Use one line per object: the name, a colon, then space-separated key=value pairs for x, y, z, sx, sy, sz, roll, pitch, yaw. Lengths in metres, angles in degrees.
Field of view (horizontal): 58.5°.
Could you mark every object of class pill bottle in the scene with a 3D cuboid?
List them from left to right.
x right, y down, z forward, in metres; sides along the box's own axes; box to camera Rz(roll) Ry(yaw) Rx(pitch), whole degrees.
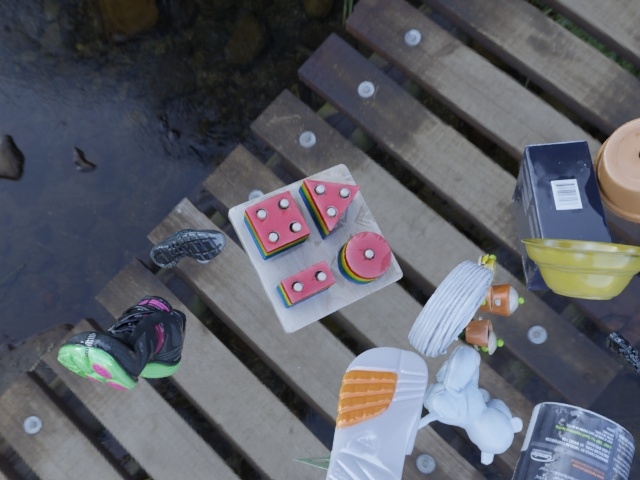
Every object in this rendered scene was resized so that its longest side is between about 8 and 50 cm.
pill bottle: x=0.302 y=0.344 z=0.723 sx=0.131 sy=0.130 sz=0.245 roll=27 pitch=67 yaw=4

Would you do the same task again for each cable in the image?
cable: x=0.310 y=0.161 z=1.354 sx=0.089 sy=0.257 sz=0.257 roll=36 pitch=101 yaw=21

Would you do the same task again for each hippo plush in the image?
hippo plush: x=0.411 y=0.425 z=1.494 sx=0.237 sy=0.294 sz=0.234 roll=33 pitch=98 yaw=12

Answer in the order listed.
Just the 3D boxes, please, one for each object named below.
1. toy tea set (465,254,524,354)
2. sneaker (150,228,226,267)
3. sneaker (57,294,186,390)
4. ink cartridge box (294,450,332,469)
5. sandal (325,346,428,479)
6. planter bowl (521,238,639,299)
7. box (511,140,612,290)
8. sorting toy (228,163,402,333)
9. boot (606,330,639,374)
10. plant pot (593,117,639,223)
toy tea set: x=0.499 y=0.200 z=1.613 sx=0.124 sy=0.200 sz=0.336 roll=0 pitch=42 yaw=24
sneaker: x=-0.369 y=0.001 z=1.624 sx=0.268 sy=0.101 sz=0.106 roll=-11 pitch=33 yaw=31
sneaker: x=-0.440 y=0.221 z=1.330 sx=0.185 sy=0.483 sz=0.202 roll=18 pitch=85 yaw=4
ink cartridge box: x=0.073 y=0.579 z=1.511 sx=0.235 sy=0.171 sz=0.056 roll=3 pitch=78 yaw=39
sandal: x=0.059 y=0.243 z=0.682 sx=0.102 sy=0.076 sz=0.265 roll=11 pitch=44 yaw=14
planter bowl: x=0.463 y=0.051 z=1.003 sx=0.217 sy=0.217 sz=0.090 roll=2 pitch=96 yaw=-2
box: x=0.702 y=-0.066 z=1.707 sx=0.179 sy=0.312 sz=0.343 roll=-4 pitch=64 yaw=8
sorting toy: x=0.000 y=0.000 z=1.064 sx=0.256 sy=0.089 sz=0.257 roll=-24 pitch=81 yaw=-19
boot: x=0.714 y=0.265 z=1.326 sx=0.045 sy=0.121 sz=0.099 roll=-39 pitch=54 yaw=10
plant pot: x=0.873 y=-0.202 z=1.524 sx=0.291 sy=0.203 sz=0.290 roll=-6 pitch=79 yaw=32
